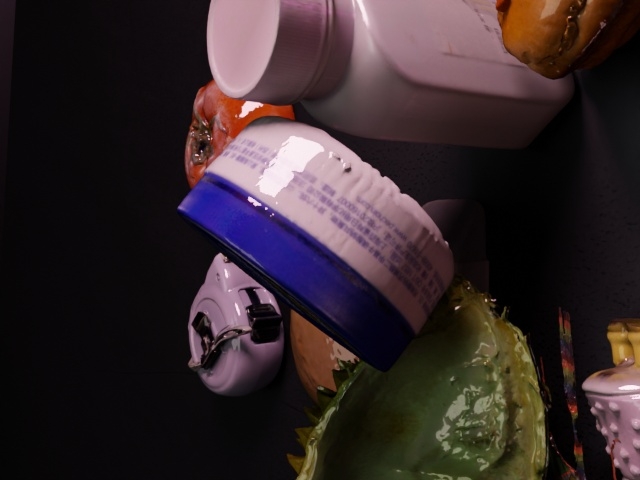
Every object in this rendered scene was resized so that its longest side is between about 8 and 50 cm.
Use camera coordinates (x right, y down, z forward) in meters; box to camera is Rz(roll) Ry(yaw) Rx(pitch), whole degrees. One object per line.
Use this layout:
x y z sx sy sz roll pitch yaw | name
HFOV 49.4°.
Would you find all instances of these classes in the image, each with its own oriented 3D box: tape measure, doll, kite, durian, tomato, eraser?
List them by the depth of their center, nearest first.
0.246 0.162 0.513 0.129 0.081 0.207 139 123 -81 | doll
0.202 0.172 0.546 0.198 0.006 0.244 -104 5 -76 | kite
0.078 0.220 0.595 0.198 0.163 0.393 13 91 46 | durian
0.121 0.134 0.701 0.089 0.061 0.351 3 95 51 | eraser
-0.131 -0.135 1.007 0.237 0.095 0.236 4 94 55 | tomato
-0.130 0.133 1.008 0.178 0.105 0.196 55 131 36 | tape measure

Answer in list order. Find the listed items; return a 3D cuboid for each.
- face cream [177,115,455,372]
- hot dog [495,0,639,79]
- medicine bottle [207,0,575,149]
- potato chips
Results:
0.000 0.000 0.543 0.111 0.206 0.206 -53 40 -6 | face cream
0.224 -0.269 0.452 0.117 0.158 0.348 36 122 14 | hot dog
0.063 -0.153 0.568 0.111 0.296 0.161 -53 52 40 | medicine bottle
0.012 0.127 0.852 0.195 0.062 0.207 8 96 51 | potato chips
